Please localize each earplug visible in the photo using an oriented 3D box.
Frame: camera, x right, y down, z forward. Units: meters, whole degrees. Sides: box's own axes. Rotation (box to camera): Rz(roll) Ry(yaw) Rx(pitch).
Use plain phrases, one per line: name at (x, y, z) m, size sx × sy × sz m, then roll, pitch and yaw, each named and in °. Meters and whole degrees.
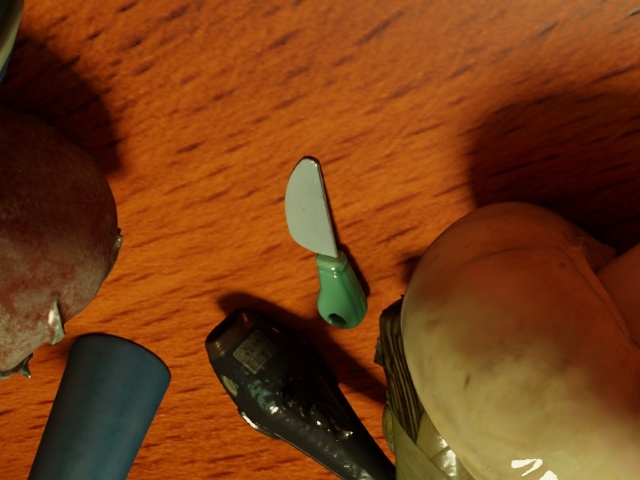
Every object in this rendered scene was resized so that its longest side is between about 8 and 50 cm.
earplug at (-0.289, 0.265, 2.172) m, size 0.132 × 0.273 × 0.132 m, roll 14°, pitch 148°, yaw 9°

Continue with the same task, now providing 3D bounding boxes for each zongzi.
zongzi at (0.113, 0.227, 1.862) m, size 0.154 × 0.317 × 0.289 m, roll 12°, pitch 152°, yaw 45°

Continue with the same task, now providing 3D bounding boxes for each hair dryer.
hair dryer at (0.010, 0.210, 1.925) m, size 0.303 × 0.120 × 0.359 m, roll 49°, pitch 174°, yaw -9°

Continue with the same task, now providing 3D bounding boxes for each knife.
knife at (-0.001, 0.000, 1.850) m, size 0.063 × 0.034 × 0.260 m, roll 13°, pitch 143°, yaw 27°

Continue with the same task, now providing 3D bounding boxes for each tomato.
tomato at (-0.357, 0.012, 1.788) m, size 0.282 × 0.316 × 0.317 m, roll 49°, pitch 141°, yaw -12°

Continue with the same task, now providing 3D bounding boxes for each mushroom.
mushroom at (0.251, 0.121, 1.610) m, size 0.353 × 0.325 × 0.353 m, roll 18°, pitch 143°, yaw 14°

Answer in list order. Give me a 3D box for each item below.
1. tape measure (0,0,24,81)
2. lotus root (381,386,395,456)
tape measure at (-0.394, -0.201, 1.530) m, size 0.262 × 0.259 × 0.138 m, roll 19°, pitch 148°, yaw 0°
lotus root at (0.131, 0.222, 2.056) m, size 0.113 × 0.088 × 0.192 m, roll -18°, pitch 133°, yaw 25°
